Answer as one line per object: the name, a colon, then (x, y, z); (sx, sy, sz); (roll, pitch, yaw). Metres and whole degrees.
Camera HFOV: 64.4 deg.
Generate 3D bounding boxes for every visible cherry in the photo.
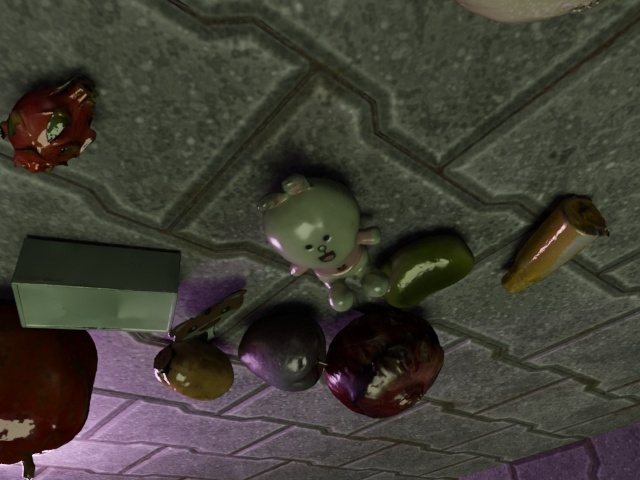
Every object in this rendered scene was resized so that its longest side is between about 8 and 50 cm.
cherry: (-0.068, 0.216, 0.993); (0.176, 0.140, 0.176); (16, 142, 13)

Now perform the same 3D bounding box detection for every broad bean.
broad bean: (0.169, 0.049, 0.865); (0.174, 0.082, 0.124); (-38, 134, 21)

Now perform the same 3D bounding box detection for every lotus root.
lotus root: (-0.248, 0.271, 1.051); (0.118, 0.125, 0.221); (-57, 139, -3)

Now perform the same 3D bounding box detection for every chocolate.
chocolate: (0.377, 0.019, 0.861); (0.085, 0.086, 0.219); (5, 145, -15)

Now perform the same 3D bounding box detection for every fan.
fan: (-0.206, 0.156, 0.951); (0.152, 0.008, 0.227); (-30, 165, -21)

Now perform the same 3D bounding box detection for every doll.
doll: (-0.001, -0.007, 0.740); (0.155, 0.113, 0.275); (-28, 132, 12)

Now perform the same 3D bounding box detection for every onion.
onion: (0.132, 0.254, 1.031); (0.246, 0.190, 0.246); (-14, 134, -15)

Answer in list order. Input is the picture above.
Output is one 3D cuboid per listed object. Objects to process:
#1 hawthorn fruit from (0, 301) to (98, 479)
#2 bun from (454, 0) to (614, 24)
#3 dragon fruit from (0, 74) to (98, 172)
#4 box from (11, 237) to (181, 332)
hawthorn fruit: (-0.519, 0.251, 0.858); (0.275, 0.300, 0.275); (-16, 165, -4)
bun: (0.149, -0.293, 0.339); (0.272, 0.168, 0.273); (2, 133, 2)
dragon fruit: (-0.289, -0.127, 0.552); (0.116, 0.086, 0.081); (-39, 95, 25)
box: (-0.344, 0.075, 0.802); (0.225, 0.086, 0.129); (7, 140, -18)
